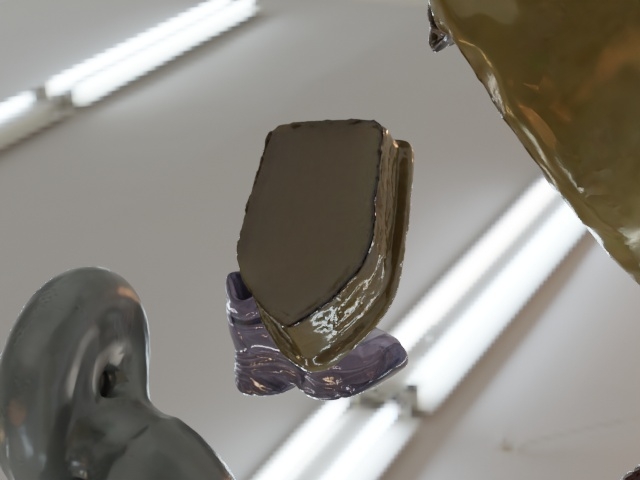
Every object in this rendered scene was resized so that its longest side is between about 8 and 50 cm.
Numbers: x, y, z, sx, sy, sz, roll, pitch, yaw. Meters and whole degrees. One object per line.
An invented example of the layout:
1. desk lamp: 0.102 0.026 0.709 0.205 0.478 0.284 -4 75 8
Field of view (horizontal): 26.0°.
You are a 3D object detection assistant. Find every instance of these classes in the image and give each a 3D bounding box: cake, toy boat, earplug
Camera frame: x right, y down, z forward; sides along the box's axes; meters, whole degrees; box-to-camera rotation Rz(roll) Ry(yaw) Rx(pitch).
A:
1. cake: 0.249 -0.168 0.822 0.321 0.332 0.332 -33 -161 15
2. toy boat: 0.000 0.000 1.018 0.116 0.061 0.188 0 -115 22
3. earplug: -0.179 0.183 1.238 0.175 0.325 0.214 -21 -176 25

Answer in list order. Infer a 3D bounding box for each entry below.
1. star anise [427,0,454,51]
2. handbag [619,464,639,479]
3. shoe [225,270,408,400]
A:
1. star anise: 0.143 -0.240 1.114 0.109 0.236 0.223 -33 -174 -23
2. handbag: 0.428 0.307 1.374 0.275 0.260 0.084 -14 170 -43
3. shoe: -0.013 0.094 1.480 0.245 0.138 0.095 -4 -161 46
